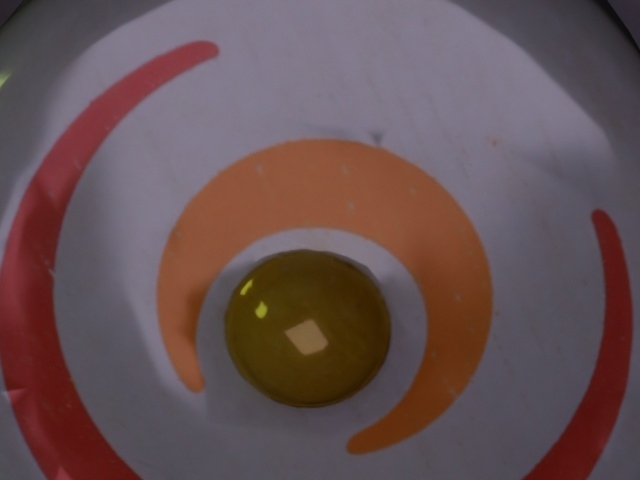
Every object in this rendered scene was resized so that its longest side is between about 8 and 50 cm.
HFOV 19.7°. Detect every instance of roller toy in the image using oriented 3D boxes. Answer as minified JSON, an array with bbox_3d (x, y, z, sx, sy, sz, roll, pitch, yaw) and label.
[{"bbox_3d":[0.000,0.000,0.466,0.191,0.146,0.209,23,106,-6],"label":"roller toy"}]
